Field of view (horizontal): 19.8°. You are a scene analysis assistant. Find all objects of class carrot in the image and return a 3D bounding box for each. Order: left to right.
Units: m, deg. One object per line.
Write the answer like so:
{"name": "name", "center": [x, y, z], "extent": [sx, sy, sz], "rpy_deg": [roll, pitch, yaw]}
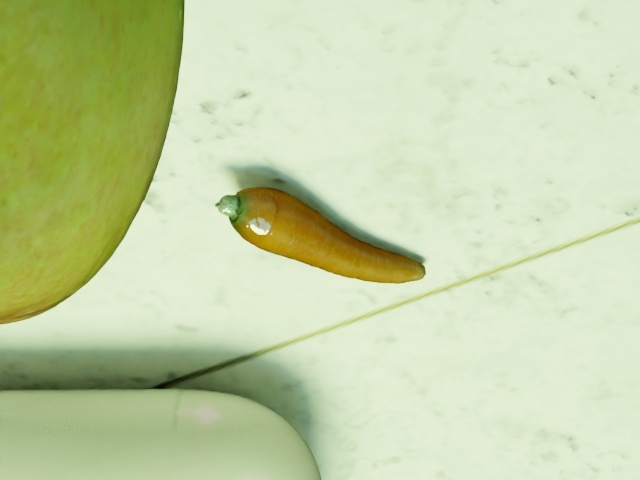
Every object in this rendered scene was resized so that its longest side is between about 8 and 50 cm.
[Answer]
{"name": "carrot", "center": [0.000, 0.000, 1.029], "extent": [0.142, 0.035, 0.035], "rpy_deg": [22, 134, -33]}

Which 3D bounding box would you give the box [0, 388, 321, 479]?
{"name": "box", "center": [-0.170, 0.209, 1.183], "extent": [0.349, 0.141, 0.288], "rpy_deg": [0, 137, 1]}

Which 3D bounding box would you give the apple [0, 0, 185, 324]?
{"name": "apple", "center": [-0.204, -0.088, 0.714], "extent": [0.319, 0.277, 0.319], "rpy_deg": [-16, 170, -3]}
